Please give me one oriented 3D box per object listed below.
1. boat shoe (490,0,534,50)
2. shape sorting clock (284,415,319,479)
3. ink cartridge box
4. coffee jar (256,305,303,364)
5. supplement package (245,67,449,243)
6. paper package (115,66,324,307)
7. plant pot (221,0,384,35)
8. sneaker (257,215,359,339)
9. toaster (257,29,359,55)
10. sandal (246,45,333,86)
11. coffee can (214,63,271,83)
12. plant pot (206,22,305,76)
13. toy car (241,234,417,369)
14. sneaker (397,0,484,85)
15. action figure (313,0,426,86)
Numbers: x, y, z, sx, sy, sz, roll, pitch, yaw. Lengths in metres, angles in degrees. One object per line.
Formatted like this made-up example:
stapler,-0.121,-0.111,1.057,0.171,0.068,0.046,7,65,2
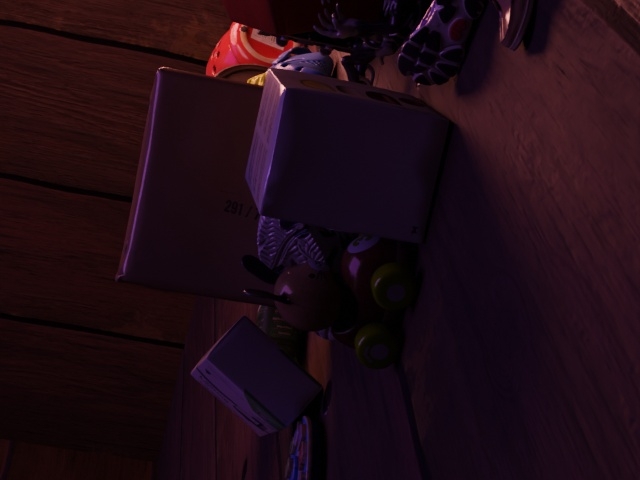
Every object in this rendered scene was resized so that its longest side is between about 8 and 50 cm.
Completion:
boat shoe,0.178,-0.245,1.219,0.050,0.045,0.135,124,154,-67
shape sorting clock,-0.035,0.352,1.811,0.206,0.040,0.206,-169,90,-80
ink cartridge box,-0.102,0.211,1.942,0.092,0.160,0.219,-48,0,-17
coffee jar,-0.064,0.120,2.108,0.096,0.079,0.184,117,160,-66
supplement package,0.025,-0.105,1.499,0.203,0.194,0.149,-119,40,-74
paper package,-0.107,-0.066,1.828,0.168,0.325,0.309,-174,94,-81
plant pot,-0.030,-0.444,1.909,0.267,0.267,0.235,30,130,56
sneaker,0.000,0.000,1.647,0.235,0.094,0.153,54,-145,-34
toaster,-0.012,-0.407,2.109,0.110,0.168,0.185,-176,96,-81
sandal,-0.032,-0.288,2.272,0.138,0.126,0.317,-41,21,-8
coffee can,-0.147,-0.183,2.541,0.275,0.202,0.201,110,166,-45
plant pot,-0.134,-0.384,2.729,0.174,0.191,0.191,129,150,-59
toy car,0.001,0.050,1.489,0.155,0.188,0.148,-103,26,-66
sneaker,0.144,-0.243,1.420,0.170,0.068,0.071,-59,6,41
action figure,0.061,-0.291,1.669,0.164,0.141,0.275,-73,-3,-64
